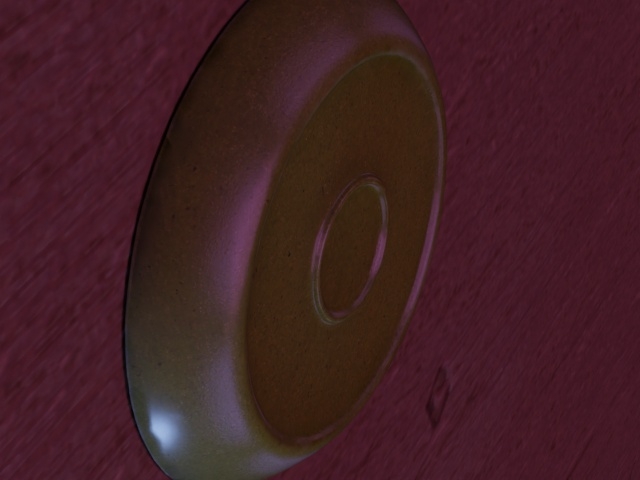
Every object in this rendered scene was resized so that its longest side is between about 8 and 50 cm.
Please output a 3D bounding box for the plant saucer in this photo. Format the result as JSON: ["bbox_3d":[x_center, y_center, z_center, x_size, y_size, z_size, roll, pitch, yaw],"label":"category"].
[{"bbox_3d":[0.000,0.000,0.677,0.241,0.037,0.241,-41,140,-47],"label":"plant saucer"}]
